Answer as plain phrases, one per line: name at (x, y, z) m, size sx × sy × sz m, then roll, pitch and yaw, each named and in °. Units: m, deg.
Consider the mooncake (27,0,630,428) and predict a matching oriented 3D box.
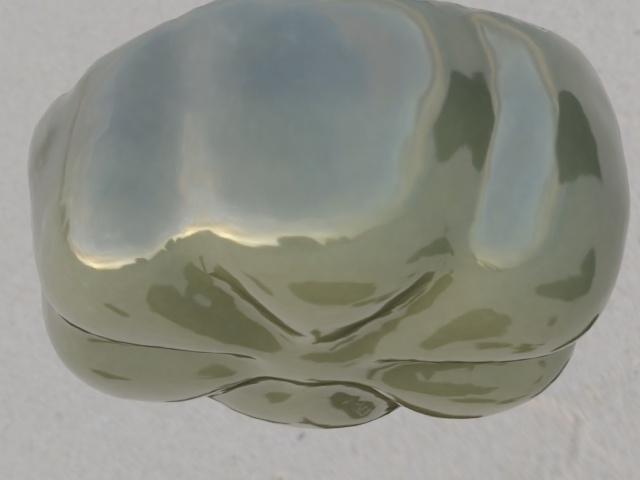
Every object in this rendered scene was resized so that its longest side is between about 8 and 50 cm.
mooncake at (0.000, 0.000, 0.648) m, size 0.275 × 0.275 × 0.135 m, roll -12°, pitch 64°, yaw 23°
